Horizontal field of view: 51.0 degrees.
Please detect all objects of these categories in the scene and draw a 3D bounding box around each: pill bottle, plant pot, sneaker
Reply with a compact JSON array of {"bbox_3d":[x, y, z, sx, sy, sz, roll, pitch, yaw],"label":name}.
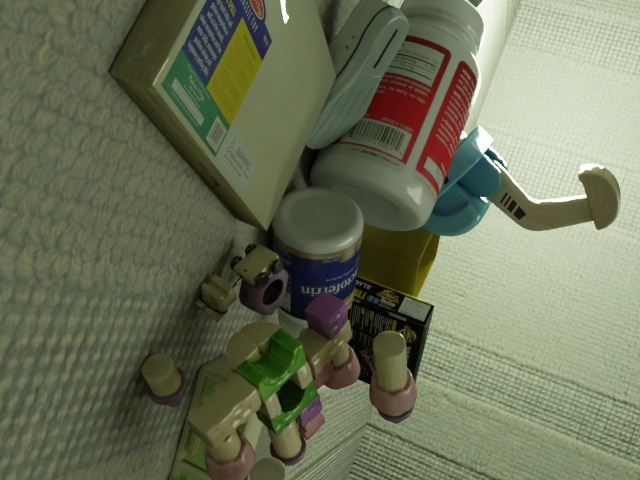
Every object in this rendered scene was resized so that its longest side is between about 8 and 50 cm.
[{"bbox_3d":[-0.011,0.051,1.171,0.265,0.153,0.153,94,22,-44],"label":"pill bottle"},{"bbox_3d":[0.156,-0.242,1.234,0.229,0.228,0.408,66,45,-67],"label":"pill bottle"},{"bbox_3d":[0.191,0.017,1.729,0.212,0.187,0.212,90,26,-48],"label":"plant pot"},{"bbox_3d":[0.041,-0.267,1.078,0.094,0.091,0.258,8,125,-50],"label":"sneaker"}]

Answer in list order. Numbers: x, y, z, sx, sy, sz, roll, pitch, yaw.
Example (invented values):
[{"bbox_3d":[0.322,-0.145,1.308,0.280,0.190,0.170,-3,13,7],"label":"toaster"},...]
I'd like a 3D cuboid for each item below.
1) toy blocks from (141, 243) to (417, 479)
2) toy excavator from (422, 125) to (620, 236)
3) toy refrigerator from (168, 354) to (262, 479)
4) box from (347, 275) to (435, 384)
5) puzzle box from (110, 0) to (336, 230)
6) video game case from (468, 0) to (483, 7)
[{"bbox_3d":[-0.056,0.228,0.940,0.288,0.308,0.260,-42,143,-27],"label":"toy blocks"},{"bbox_3d":[0.373,-0.117,1.520,0.433,0.445,0.222,-44,-179,33],"label":"toy excavator"},{"bbox_3d":[-0.168,0.335,1.084,0.094,0.102,0.270,-15,124,-71],"label":"toy refrigerator"},{"bbox_3d":[0.132,0.240,1.674,0.322,0.257,0.079,92,23,-45],"label":"box"},{"bbox_3d":[-0.083,-0.203,0.818,0.409,0.052,0.272,61,51,-69],"label":"puzzle box"},{"bbox_3d":[0.269,-0.555,1.312,0.025,0.204,0.285,-47,180,38],"label":"video game case"}]
